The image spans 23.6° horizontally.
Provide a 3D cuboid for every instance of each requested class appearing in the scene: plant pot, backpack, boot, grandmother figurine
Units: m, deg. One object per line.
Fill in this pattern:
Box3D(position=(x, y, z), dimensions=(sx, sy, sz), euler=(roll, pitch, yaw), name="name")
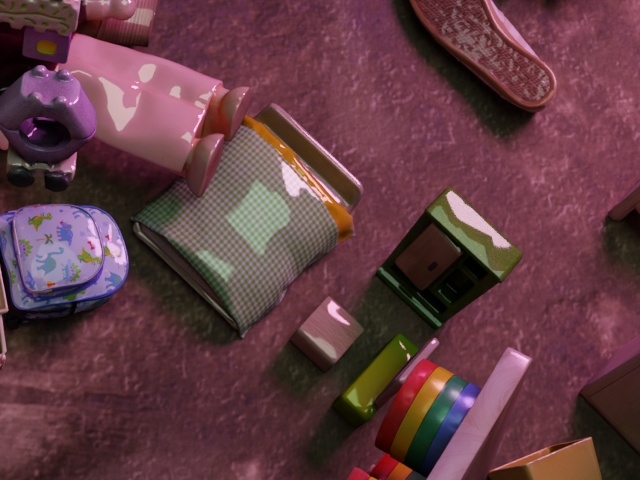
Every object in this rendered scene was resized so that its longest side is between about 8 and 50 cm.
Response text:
Box3D(position=(0.224, 0.245, 1.472), dimensions=(0.081, 0.081, 0.083), euler=(-18, 84, -24), name="plant pot")
Box3D(position=(-0.236, 0.017, 1.403), dimensions=(0.114, 0.084, 0.105), euler=(-8, 73, -25), name="backpack")
Box3D(position=(-0.232, -0.294, 1.543), dimensions=(0.152, 0.073, 0.197), euler=(12, 62, -10), name="boot")
Box3D(position=(-0.249, -0.155, 1.449), dimensions=(0.342, 0.104, 0.208), euler=(25, 54, 3), name="grandmother figurine")

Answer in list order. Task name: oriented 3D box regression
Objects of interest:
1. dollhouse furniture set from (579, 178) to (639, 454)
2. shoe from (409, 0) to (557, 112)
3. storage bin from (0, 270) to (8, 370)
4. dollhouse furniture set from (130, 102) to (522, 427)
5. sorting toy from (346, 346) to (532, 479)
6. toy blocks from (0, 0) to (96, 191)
Box3D(position=(0.480, 0.046, 1.540), dimensions=(0.362, 0.256, 0.394), euler=(46, 62, 3), name="dollhouse furniture set")
Box3D(position=(0.171, -0.221, 1.665), dimensions=(0.076, 0.058, 0.219), euler=(-41, 80, 3), name="shoe")
Box3D(position=(-0.421, 0.009, 1.322), dimensions=(0.262, 0.123, 0.260), euler=(-7, 71, -22), name="storage bin")
Box3D(position=(0.000, 0.000, 1.453), dimensions=(0.301, 0.151, 0.197), euler=(43, 62, 2), name="dollhouse furniture set")
Box3D(position=(0.068, 0.233, 1.332), dimensions=(0.089, 0.257, 0.255), euler=(29, 61, 13), name="sorting toy")
Box3D(position=(-0.317, -0.251, 1.267), dimensions=(0.289, 0.260, 0.309), euler=(6, 53, -13), name="toy blocks")
